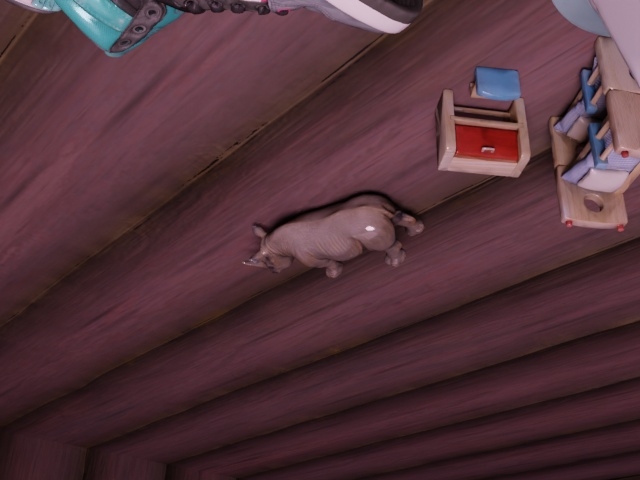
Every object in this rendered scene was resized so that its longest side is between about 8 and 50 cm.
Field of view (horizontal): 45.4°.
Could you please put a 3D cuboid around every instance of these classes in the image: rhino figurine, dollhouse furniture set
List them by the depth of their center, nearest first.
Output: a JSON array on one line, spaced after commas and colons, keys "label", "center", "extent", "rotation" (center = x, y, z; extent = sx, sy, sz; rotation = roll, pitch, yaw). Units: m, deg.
[{"label": "dollhouse furniture set", "center": [0.214, -0.100, 0.711], "extent": [0.184, 0.129, 0.129], "rotation": [5, 151, -5]}, {"label": "rhino figurine", "center": [0.000, 0.000, 0.965], "extent": [0.243, 0.073, 0.106], "rotation": [-14, 151, 29]}]

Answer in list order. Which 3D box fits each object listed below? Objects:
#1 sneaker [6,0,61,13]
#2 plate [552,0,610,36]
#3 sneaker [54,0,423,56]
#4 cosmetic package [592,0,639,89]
[{"label": "sneaker", "center": [-0.282, -0.229, 0.601], "extent": [0.166, 0.065, 0.076], "rotation": [27, 159, -32]}, {"label": "plate", "center": [0.275, -0.220, 0.602], "extent": [0.188, 0.024, 0.188], "rotation": [1, 151, 1]}, {"label": "sneaker", "center": [-0.087, -0.196, 0.560], "extent": [0.296, 0.123, 0.178], "rotation": [25, 139, -22]}, {"label": "cosmetic package", "center": [0.351, -0.184, 0.506], "extent": [0.225, 0.138, 0.224], "rotation": [16, 135, -21]}]
